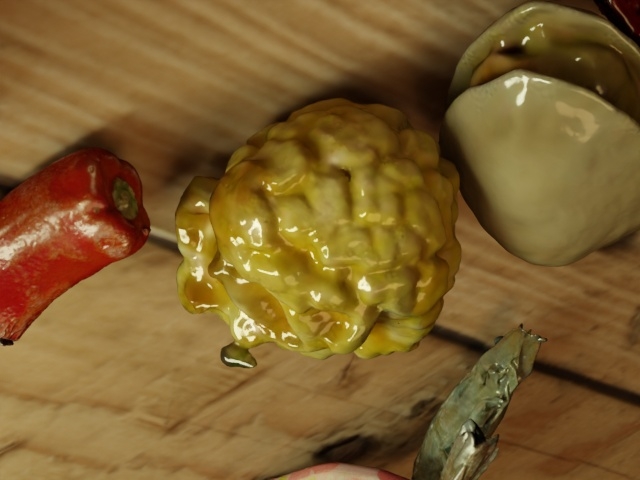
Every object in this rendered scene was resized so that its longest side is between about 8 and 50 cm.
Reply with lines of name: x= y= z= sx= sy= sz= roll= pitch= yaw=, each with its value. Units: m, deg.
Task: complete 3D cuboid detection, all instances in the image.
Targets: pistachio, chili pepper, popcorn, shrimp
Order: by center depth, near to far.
chili pepper: x=-0.153 y=0.001 z=0.982 sx=0.123 sy=0.073 sz=0.070 roll=-34 pitch=-171 yaw=13
popcorn: x=0.000 y=0.000 z=1.033 sx=0.170 sy=0.180 sz=0.180 roll=-59 pitch=157 yaw=-25
pistachio: x=0.142 y=-0.063 z=1.046 sx=0.152 sy=0.126 sz=0.223 roll=10 pitch=157 yaw=19
shrimp: x=0.115 y=0.155 z=1.361 sx=0.047 sy=0.126 sz=0.223 roll=25 pitch=128 yaw=-4

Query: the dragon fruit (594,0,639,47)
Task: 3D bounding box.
dragon fruit: x=0.183 y=-0.164 z=1.009 sx=0.063 sy=0.097 sz=0.131 roll=-37 pitch=125 yaw=9

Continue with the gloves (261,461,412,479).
gloves: x=-0.013 y=0.241 z=1.376 sx=0.241 sy=0.126 sz=0.145 roll=-35 pitch=119 yaw=18
